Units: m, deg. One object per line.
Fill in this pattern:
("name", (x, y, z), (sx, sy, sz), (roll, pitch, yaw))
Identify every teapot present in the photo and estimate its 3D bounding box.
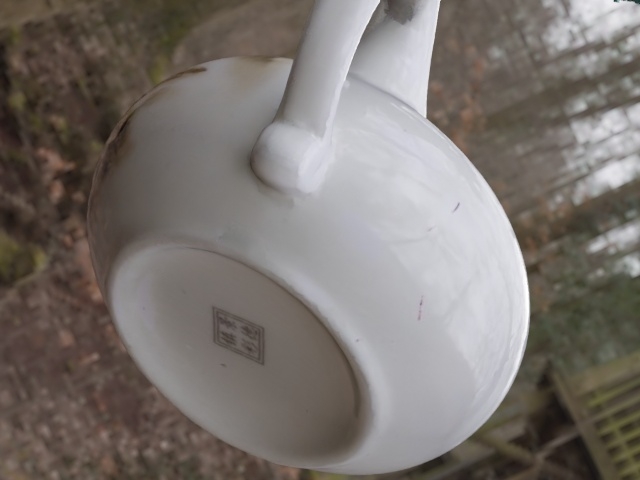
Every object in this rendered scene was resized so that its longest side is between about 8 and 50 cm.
("teapot", (0.000, 0.000, 0.696), (0.204, 0.139, 0.298), (31, -39, 13))

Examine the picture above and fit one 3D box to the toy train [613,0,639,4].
("toy train", (0.191, -0.144, 0.896), (0.045, 0.092, 0.029), (3, 98, -55))
